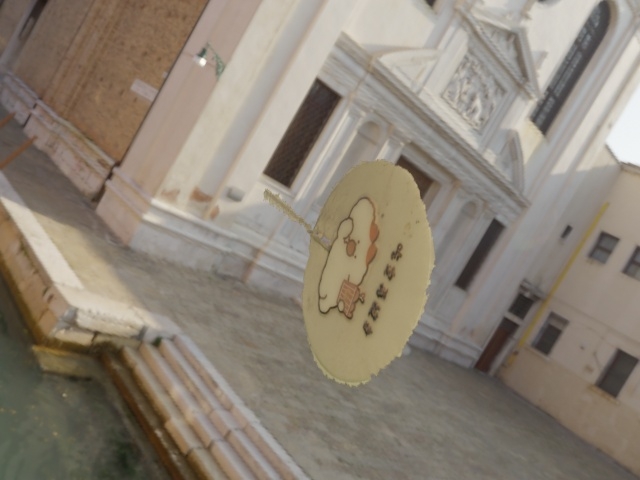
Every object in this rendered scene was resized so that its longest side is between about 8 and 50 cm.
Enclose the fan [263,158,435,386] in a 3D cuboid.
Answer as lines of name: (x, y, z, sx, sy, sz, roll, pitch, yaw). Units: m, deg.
fan: (-0.001, 0.000, 0.565, 0.009, 0.191, 0.329, 10, 17, -29)
